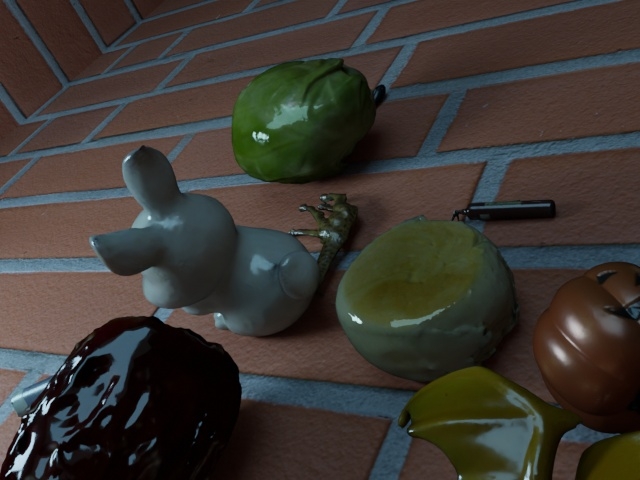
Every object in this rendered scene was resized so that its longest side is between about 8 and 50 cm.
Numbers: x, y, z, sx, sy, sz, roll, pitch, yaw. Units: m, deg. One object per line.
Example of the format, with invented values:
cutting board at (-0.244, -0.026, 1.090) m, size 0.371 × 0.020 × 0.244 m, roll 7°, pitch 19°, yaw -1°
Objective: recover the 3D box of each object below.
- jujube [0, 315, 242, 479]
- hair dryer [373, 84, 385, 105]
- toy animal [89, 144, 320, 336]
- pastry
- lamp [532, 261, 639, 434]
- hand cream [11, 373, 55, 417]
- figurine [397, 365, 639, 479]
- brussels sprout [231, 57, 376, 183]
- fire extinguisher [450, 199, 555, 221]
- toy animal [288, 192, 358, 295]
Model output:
jujube at (-0.260, 0.266, 0.937) m, size 0.258 × 0.258 × 0.377 m, roll 3°, pitch 49°, yaw 38°
hair dryer at (0.116, -0.337, 1.696) m, size 0.083 × 0.031 × 0.079 m, roll -8°, pitch 45°, yaw 50°
toy animal at (-0.174, 0.015, 1.090) m, size 0.241 × 0.367 × 0.196 m, roll -12°, pitch 57°, yaw 49°
pastry at (0.150, 0.081, 0.993) m, size 0.264 × 0.133 × 0.265 m, roll -18°, pitch 35°, yaw 13°
lamp at (0.326, 0.113, 0.777) m, size 0.187 × 0.188 × 0.164 m, roll -28°, pitch 37°, yaw 1°
hand cream at (-0.434, 0.247, 1.273) m, size 0.255 × 0.048 × 0.079 m, roll -22°, pitch 39°, yaw 4°
figurine at (0.219, 0.290, 0.543) m, size 0.387 × 0.268 × 0.401 m, roll -28°, pitch 19°, yaw 25°
brussels sprout at (-0.044, -0.245, 1.490) m, size 0.327 × 0.247 × 0.328 m, roll -6°, pitch 39°, yaw 5°
fire extinguisher at (0.298, -0.053, 1.161) m, size 0.173 × 0.035 × 0.049 m, roll -1°, pitch 45°, yaw 30°
toy animal at (0.009, -0.004, 1.289) m, size 0.149 × 0.054 × 0.276 m, roll -25°, pitch 34°, yaw 8°
